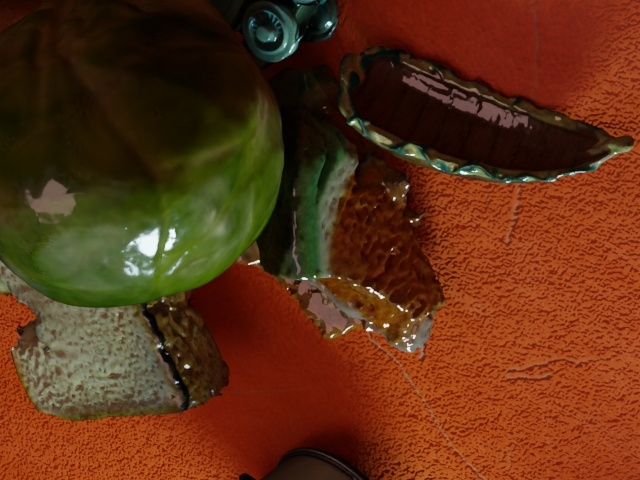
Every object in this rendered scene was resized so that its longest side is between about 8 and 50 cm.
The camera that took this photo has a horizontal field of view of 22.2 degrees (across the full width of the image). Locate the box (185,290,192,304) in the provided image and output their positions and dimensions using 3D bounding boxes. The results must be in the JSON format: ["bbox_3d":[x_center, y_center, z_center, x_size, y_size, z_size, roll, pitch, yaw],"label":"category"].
[{"bbox_3d":[-0.224,0.061,1.869,0.135,0.081,0.199,25,121,16],"label":"box"}]

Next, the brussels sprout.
[{"bbox_3d":[-0.182,-0.099,1.519,0.289,0.354,0.281,-16,134,2],"label":"brussels sprout"}]

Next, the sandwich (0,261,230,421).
[{"bbox_3d":[-0.251,0.066,1.779,0.249,0.095,0.273,-8,109,33],"label":"sandwich"}]

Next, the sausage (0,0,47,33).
[{"bbox_3d":[-0.406,-0.221,1.799,0.501,0.123,0.136,15,91,21],"label":"sausage"}]

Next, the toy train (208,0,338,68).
[{"bbox_3d":[-0.042,-0.269,1.587,0.154,0.107,0.198,43,127,12],"label":"toy train"}]

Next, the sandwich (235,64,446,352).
[{"bbox_3d":[0.000,0.000,1.653,0.301,0.162,0.250,42,113,-4],"label":"sandwich"}]

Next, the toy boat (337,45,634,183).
[{"bbox_3d":[0.154,-0.106,1.565,0.293,0.108,0.099,18,151,15],"label":"toy boat"}]

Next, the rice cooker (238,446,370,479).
[{"bbox_3d":[-0.013,0.366,1.818,0.280,0.227,0.241,31,139,34],"label":"rice cooker"}]
